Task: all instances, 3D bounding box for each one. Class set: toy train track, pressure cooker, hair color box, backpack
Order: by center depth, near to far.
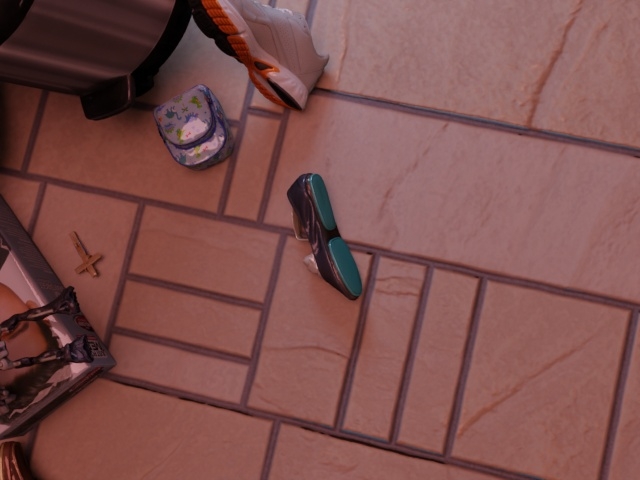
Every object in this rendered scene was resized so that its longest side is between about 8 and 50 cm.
[{"bbox_3d":[-0.382,-0.398,1.194,0.376,0.420,0.369,33,104,23],"label":"pressure cooker"},{"bbox_3d":[-0.501,0.094,1.286,0.185,0.113,0.374,-37,80,0],"label":"hair color box"},{"bbox_3d":[-0.195,-0.170,1.301,0.105,0.084,0.114,-26,83,5],"label":"backpack"},{"bbox_3d":[-0.370,0.022,1.332,0.048,0.014,0.083,-35,74,8],"label":"toy train track"}]

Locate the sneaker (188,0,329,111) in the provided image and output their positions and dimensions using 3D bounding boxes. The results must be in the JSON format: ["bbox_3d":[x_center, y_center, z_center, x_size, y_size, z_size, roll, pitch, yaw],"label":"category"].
[{"bbox_3d":[-0.085,-0.314,1.252,0.099,0.262,0.121,20,71,45],"label":"sneaker"}]

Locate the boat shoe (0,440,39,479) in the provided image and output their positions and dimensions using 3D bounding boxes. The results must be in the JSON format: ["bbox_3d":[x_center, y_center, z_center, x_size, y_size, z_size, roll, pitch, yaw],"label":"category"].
[{"bbox_3d":[-0.432,0.382,1.266,0.060,0.064,0.177,-17,87,-1],"label":"boat shoe"}]

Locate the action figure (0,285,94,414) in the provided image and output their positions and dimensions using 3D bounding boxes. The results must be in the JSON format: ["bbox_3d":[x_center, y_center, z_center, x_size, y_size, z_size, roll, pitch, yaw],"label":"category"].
[{"bbox_3d":[-0.454,0.160,1.147,0.276,0.141,0.164,-16,82,-12],"label":"action figure"}]

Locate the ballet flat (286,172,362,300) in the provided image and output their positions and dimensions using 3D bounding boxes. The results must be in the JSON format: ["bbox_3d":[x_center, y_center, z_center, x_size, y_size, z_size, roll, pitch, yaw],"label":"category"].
[{"bbox_3d":[0.000,0.000,1.269,0.074,0.074,0.203,-21,86,3],"label":"ballet flat"}]
